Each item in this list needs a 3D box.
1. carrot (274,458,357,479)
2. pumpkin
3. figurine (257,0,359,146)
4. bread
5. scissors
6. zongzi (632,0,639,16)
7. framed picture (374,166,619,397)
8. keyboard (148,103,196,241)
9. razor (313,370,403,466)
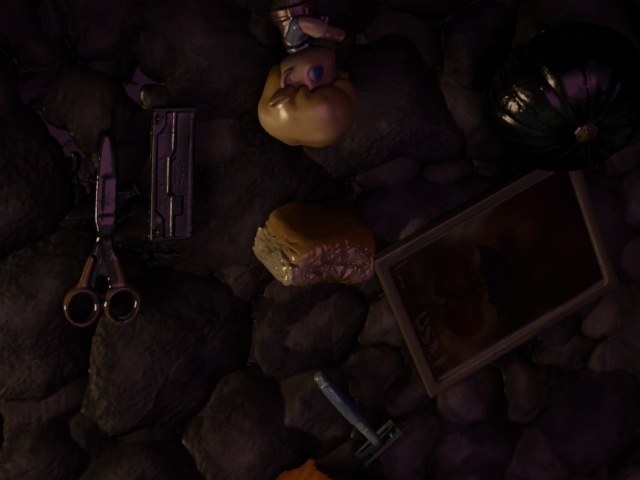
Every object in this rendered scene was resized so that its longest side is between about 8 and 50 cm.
[{"bbox_3d":[0.065,0.371,1.761,0.254,0.196,0.196,39,90,-25],"label":"carrot"},{"bbox_3d":[0.285,-0.162,1.674,0.194,0.150,0.194,-4,113,-10],"label":"pumpkin"},{"bbox_3d":[-0.012,-0.198,1.568,0.108,0.114,0.196,1,98,1],"label":"figurine"},{"bbox_3d":[-0.001,0.001,1.635,0.125,0.106,0.082,-3,110,-24],"label":"bread"},{"bbox_3d":[-0.234,-0.011,1.582,0.088,0.017,0.220,-2,109,-19],"label":"scissors"},{"bbox_3d":[0.437,-0.184,1.756,0.317,0.154,0.289,17,106,-7],"label":"zongzi"},{"bbox_3d":[0.220,0.039,1.794,0.289,0.020,0.211,-29,118,-12],"label":"framed picture"},{"bbox_3d":[-0.161,-0.073,1.594,0.053,0.010,0.155,-4,110,-23],"label":"keyboard"},{"bbox_3d":[0.036,0.208,1.768,0.068,0.040,0.135,-43,114,-4],"label":"razor"}]
